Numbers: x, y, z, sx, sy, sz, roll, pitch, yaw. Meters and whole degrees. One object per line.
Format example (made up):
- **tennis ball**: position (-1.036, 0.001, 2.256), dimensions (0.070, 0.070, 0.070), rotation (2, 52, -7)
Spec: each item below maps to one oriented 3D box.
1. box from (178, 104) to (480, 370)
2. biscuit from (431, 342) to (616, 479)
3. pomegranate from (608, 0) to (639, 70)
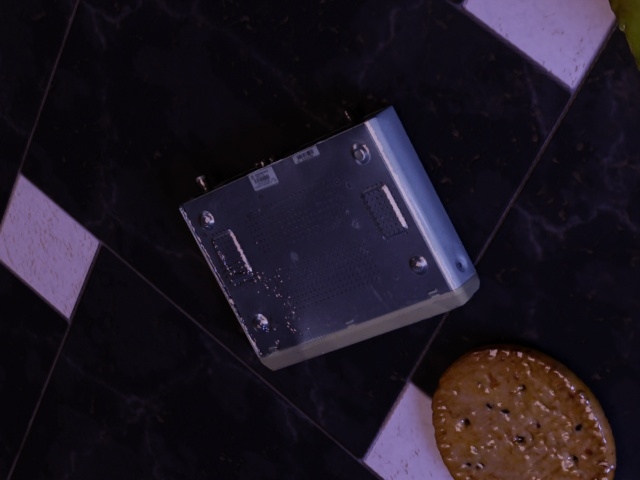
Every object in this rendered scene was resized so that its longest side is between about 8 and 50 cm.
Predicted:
- **box**: position (0.000, 0.000, 1.687), dimensions (0.270, 0.045, 0.211), rotation (-20, 100, 41)
- **biscuit**: position (0.186, 0.179, 1.645), dimensions (0.188, 0.027, 0.188), rotation (16, 119, 31)
- **pomegranate**: position (0.314, -0.130, 1.299), dimensions (0.159, 0.190, 0.241), rotation (-19, 99, 16)
